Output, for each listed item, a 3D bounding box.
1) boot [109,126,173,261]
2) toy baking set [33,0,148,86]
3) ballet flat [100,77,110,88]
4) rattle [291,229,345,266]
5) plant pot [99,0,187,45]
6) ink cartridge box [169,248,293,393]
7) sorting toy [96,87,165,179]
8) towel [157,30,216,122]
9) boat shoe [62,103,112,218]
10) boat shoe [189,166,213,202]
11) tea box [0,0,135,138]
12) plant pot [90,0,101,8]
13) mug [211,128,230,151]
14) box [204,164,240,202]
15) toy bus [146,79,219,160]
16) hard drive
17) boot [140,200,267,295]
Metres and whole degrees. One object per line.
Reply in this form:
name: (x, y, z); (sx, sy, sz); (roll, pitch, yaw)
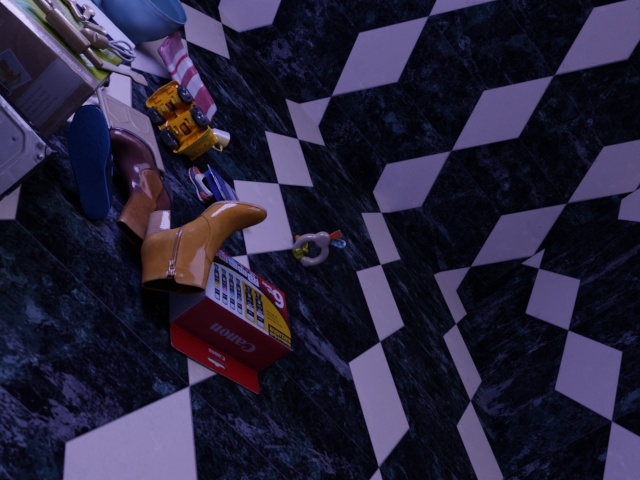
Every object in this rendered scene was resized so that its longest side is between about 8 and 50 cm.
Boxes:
boot: (-0.467, -0.113, 1.598); (0.280, 0.096, 0.264); (-90, 162, -54)
toy baking set: (-0.434, -0.396, 1.255); (0.256, 0.030, 0.197); (49, 20, -12)
ballet flat: (-0.645, -0.446, 1.814); (0.221, 0.076, 0.079); (-48, 127, -71)
rattle: (0.000, 0.000, 2.338); (0.130, 0.199, 0.143); (52, 19, -4)
plant pot: (-0.629, -0.796, 2.240); (0.293, 0.196, 0.293); (46, 21, -23)
ink cartridge box: (-0.218, 0.189, 1.616); (0.309, 0.130, 0.272); (39, 25, -37)
sorting toy: (-0.523, -0.264, 1.822); (0.229, 0.041, 0.307); (33, 31, -57)
towel: (-0.463, -0.559, 2.318); (0.237, 0.037, 0.329); (-89, 157, -58)
boat shoe: (-0.521, -0.179, 1.476); (0.109, 0.258, 0.089); (4, 20, -14)
boat shoe: (-0.368, -0.179, 2.028); (0.049, 0.043, 0.137); (21, 37, -54)
tea box: (-0.593, -0.326, 1.318); (0.220, 0.329, 0.324); (45, 22, -22)
plant pot: (-0.727, -0.725, 1.783); (0.293, 0.293, 0.235); (5, 64, -65)
mug: (-0.364, -0.363, 2.331); (0.064, 0.062, 0.078); (23, 28, -42)
box: (-0.297, -0.138, 2.049); (0.136, 0.036, 0.225); (62, 4, 23)
toy bus: (-0.425, -0.370, 2.097); (0.220, 0.149, 0.211); (56, 6, 15)
hard drive: (-0.655, -0.204, 1.105); (0.339, 0.237, 0.064); (51, -5, -12)
boot: (-0.261, 0.023, 1.507); (0.104, 0.295, 0.211); (94, -11, -57)
